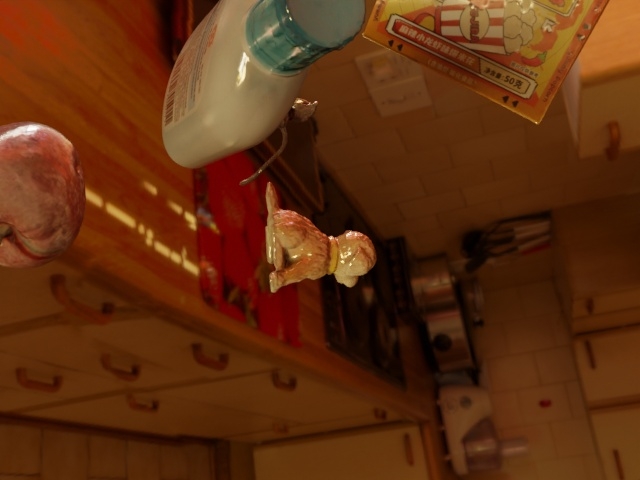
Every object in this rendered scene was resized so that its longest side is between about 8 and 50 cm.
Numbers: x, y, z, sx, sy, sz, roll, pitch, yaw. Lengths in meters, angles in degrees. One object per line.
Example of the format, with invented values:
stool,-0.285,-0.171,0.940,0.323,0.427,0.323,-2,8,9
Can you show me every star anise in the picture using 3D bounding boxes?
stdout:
star anise,-0.109,-0.227,1.653,0.148,0.218,0.228,-63,153,-58

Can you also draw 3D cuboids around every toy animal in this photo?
toy animal,0.001,-0.010,1.148,0.104,0.184,0.184,153,-67,-85

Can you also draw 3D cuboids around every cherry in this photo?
cherry,-0.511,-0.070,1.153,0.236,0.212,0.286,102,-7,-56

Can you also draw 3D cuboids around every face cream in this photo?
face cream,-0.064,-0.156,0.600,0.336,0.080,0.163,-2,-107,65

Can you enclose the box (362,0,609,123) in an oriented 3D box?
box,0.253,-0.353,0.985,0.260,0.283,0.214,-65,169,22
